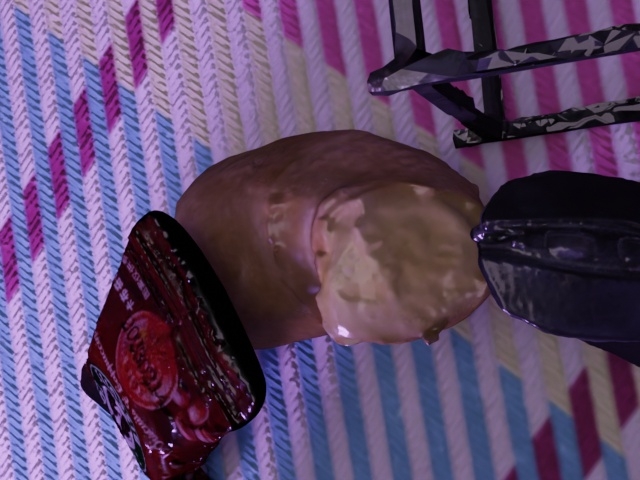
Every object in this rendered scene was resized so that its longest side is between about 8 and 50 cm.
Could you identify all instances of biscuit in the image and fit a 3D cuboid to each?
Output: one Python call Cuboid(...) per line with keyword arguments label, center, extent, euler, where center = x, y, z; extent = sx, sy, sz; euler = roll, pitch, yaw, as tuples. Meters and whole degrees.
Cuboid(label="biscuit", center=(-0.108, 0.102, 0.764), extent=(0.151, 0.063, 0.235), euler=(57, 149, 21))

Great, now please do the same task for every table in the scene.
Cuboid(label="table", center=(0.168, -0.250, 0.643), extent=(0.272, 0.222, 0.335), euler=(-7, 84, 20))

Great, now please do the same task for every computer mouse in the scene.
Cuboid(label="computer mouse", center=(0.183, 0.016, 0.659), extent=(0.062, 0.192, 0.106), euler=(146, 133, -61))

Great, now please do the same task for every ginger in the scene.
Cuboid(label="ginger", center=(0.000, 0.000, 0.744), extent=(0.267, 0.152, 0.138), euler=(-5, 111, 41))
